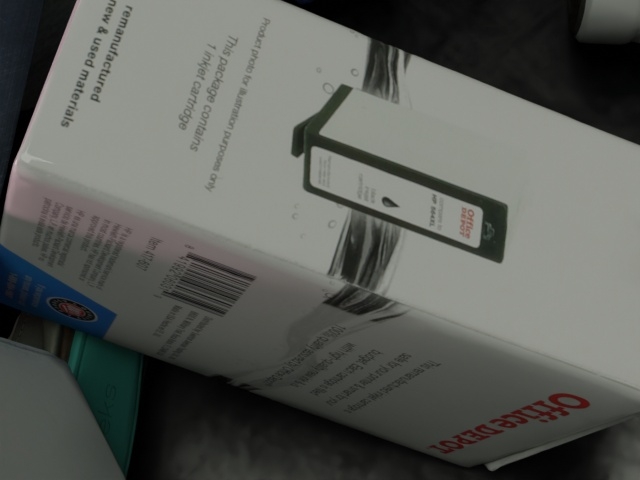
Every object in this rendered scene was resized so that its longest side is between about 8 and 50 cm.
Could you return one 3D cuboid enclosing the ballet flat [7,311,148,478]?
[{"bbox_3d":[-0.095,0.014,0.529,0.068,0.072,0.213,-5,61,38],"label":"ballet flat"}]

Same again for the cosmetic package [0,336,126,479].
[{"bbox_3d":[-0.179,0.241,0.269,0.329,0.327,0.394,-35,67,9],"label":"cosmetic package"}]

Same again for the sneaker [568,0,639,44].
[{"bbox_3d":[0.180,-0.220,0.573,0.123,0.106,0.290,5,79,6],"label":"sneaker"}]

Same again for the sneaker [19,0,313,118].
[{"bbox_3d":[-0.038,-0.147,0.563,0.131,0.112,0.296,42,82,15],"label":"sneaker"}]

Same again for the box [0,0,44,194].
[{"bbox_3d":[-0.185,-0.072,0.493,0.232,0.059,0.183,-2,76,49],"label":"box"}]

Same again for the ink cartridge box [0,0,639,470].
[{"bbox_3d":[0.000,0.000,0.440,0.203,0.148,0.086,20,68,-11],"label":"ink cartridge box"}]
